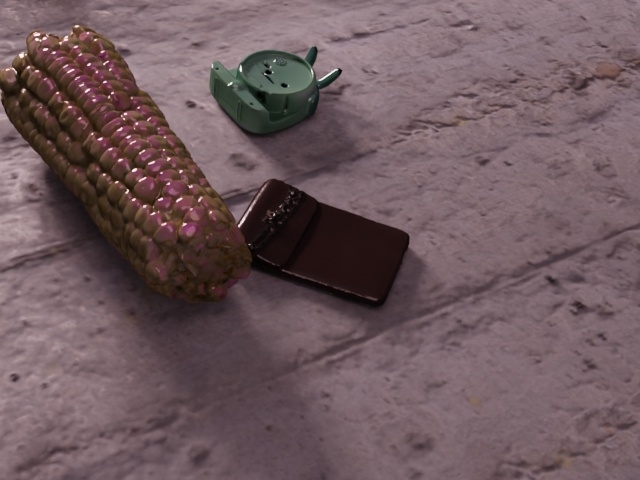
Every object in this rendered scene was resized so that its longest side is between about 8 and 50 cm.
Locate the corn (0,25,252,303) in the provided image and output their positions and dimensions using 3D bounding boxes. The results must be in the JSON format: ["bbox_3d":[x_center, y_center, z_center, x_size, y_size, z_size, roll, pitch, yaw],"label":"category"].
[{"bbox_3d":[-0.184,-0.071,0.931,0.126,0.127,0.335,-21,56,-28],"label":"corn"}]

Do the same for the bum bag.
[{"bbox_3d":[0.000,0.000,0.952,0.159,0.026,0.109,18,44,7],"label":"bum bag"}]

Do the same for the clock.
[{"bbox_3d":[-0.047,-0.171,1.103,0.135,0.041,0.101,-24,54,-31],"label":"clock"}]
